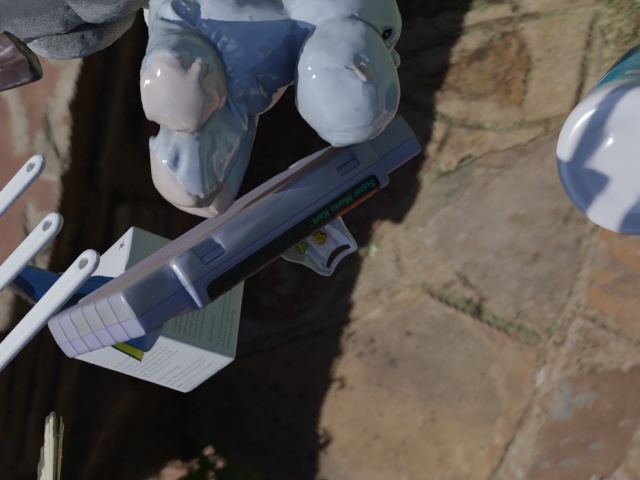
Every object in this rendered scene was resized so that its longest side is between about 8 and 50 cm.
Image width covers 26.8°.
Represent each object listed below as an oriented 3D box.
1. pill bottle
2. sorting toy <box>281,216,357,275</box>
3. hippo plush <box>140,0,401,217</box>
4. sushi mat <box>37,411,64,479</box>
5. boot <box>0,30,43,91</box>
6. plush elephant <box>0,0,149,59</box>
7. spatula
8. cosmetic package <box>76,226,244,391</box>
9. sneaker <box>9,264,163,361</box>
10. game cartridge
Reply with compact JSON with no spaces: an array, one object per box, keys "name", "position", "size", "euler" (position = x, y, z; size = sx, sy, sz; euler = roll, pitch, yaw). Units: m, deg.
[{"name":"pill bottle","position":[0.333,-0.115,1.312],"size":[0.146,0.264,0.146],"euler":[11,117,22]},{"name":"sorting toy","position":[0.000,0.000,1.539],"size":[0.083,0.045,0.075],"euler":[-44,99,11]},{"name":"hippo plush","position":[-0.040,-0.155,1.269],"size":[0.237,0.294,0.234],"euler":[-4,140,-1]},{"name":"sushi mat","position":[-0.198,0.278,0.948],"size":[0.019,0.316,0.151],"euler":[7,122,-14]},{"name":"boot","position":[-0.319,-0.171,1.214],"size":[0.114,0.037,0.106],"euler":[-16,131,30]},{"name":"plush elephant","position":[-0.250,-0.344,1.534],"size":[0.330,0.255,0.271],"euler":[4,102,-2]},{"name":"spatula","position":[-0.250,0.057,0.902],"size":[0.242,0.019,0.168],"euler":[-47,43,10]},{"name":"cosmetic package","position":[-0.224,0.100,1.873],"size":[0.184,0.151,0.151],"euler":[21,146,-24]},{"name":"sneaker","position":[-0.269,0.063,1.547],"size":[0.069,0.209,0.082],"euler":[19,79,57]},{"name":"game cartridge","position":[-0.083,-0.001,1.329],"size":[0.230,0.355,0.068],"euler":[-11,110,59]}]
